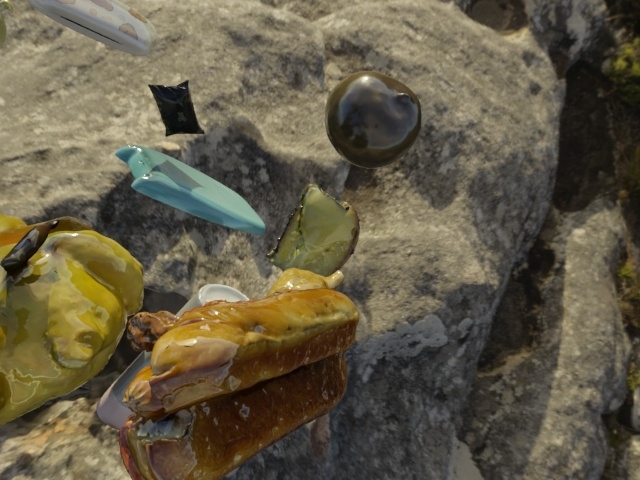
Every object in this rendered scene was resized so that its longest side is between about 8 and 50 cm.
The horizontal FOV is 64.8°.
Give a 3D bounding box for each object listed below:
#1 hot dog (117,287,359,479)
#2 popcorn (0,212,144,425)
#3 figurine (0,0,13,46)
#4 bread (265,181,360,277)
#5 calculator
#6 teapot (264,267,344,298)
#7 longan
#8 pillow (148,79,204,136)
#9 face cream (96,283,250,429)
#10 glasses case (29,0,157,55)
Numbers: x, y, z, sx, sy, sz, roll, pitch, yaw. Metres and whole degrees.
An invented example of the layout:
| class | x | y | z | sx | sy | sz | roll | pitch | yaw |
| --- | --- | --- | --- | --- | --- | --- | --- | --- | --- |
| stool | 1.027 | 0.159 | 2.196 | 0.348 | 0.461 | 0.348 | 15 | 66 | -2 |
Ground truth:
| class | x | y | z | sx | sy | sz | roll | pitch | yaw |
| --- | --- | --- | --- | --- | --- | --- | --- | --- | --- |
| hot dog | -0.066 | 0.129 | 0.521 | 0.117 | 0.349 | 0.158 | 14 | 95 | 25 |
| popcorn | -0.363 | 0.093 | 0.619 | 0.297 | 0.316 | 0.281 | -21 | 120 | -13 |
| figurine | -0.667 | -0.291 | 0.810 | 0.226 | 0.275 | 0.394 | 25 | 65 | 15 |
| bread | 0.000 | 0.000 | 1.360 | 0.204 | 0.162 | 0.262 | 38 | 104 | 14 |
| calculator | -0.294 | -0.115 | 1.237 | 0.386 | 0.256 | 0.054 | 26 | 104 | -43 |
| teapot | -0.048 | 0.180 | 1.025 | 0.167 | 0.203 | 0.311 | 31 | 66 | 3 |
| longan | 0.158 | -0.363 | 1.530 | 0.297 | 0.297 | 0.297 | 2 | 80 | -10 |
| pillow | -0.326 | -0.296 | 1.151 | 0.090 | 0.150 | 0.048 | 11 | 54 | 9 |
| face cream | -0.197 | 0.169 | 0.691 | 0.107 | 0.269 | 0.073 | 26 | 31 | -35 |
| glasses case | -0.300 | -0.301 | 0.672 | 0.164 | 0.041 | 0.063 | 18 | 55 | -36 |
